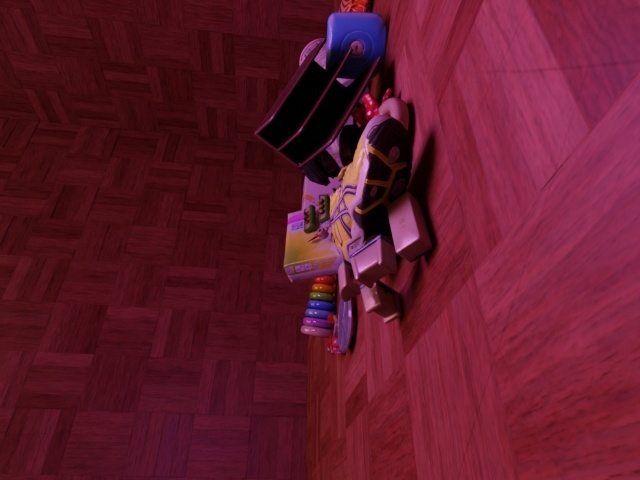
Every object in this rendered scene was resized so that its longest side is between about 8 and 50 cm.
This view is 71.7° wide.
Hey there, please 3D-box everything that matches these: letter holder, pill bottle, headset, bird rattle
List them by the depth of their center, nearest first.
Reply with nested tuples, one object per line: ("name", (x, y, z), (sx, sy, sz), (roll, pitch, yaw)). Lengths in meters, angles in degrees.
("bird rattle", (0.147, -0.233, 0.997), (0.207, 0.143, 0.253), (161, 127, -71))
("letter holder", (-0.001, -0.367, 1.121), (0.214, 0.152, 0.302), (-17, 41, 61))
("headset", (0.044, -0.249, 1.242), (0.185, 0.243, 0.394), (44, -154, -68))
("pill bottle", (0.046, -0.550, 1.499), (0.160, 0.160, 0.283), (100, 152, -46))

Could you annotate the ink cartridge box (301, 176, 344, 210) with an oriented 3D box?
("ink cartridge box", (0.007, -0.130, 1.831), (0.171, 0.168, 0.232), (112, 162, -74))

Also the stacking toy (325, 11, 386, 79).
("stacking toy", (0.088, -0.609, 1.342), (0.302, 0.166, 0.175), (-99, 11, -57))

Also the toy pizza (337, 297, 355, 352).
("toy pizza", (0.088, 0.260, 1.432), (0.201, 0.032, 0.201), (-175, 90, -83))

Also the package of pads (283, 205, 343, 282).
("package of pads", (0.000, 0.000, 1.531), (0.296, 0.229, 0.101), (-90, -16, -48))

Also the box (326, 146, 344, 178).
("box", (0.046, -0.369, 1.888), (0.103, 0.114, 0.203), (107, 165, -60))

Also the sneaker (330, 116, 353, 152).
("sneaker", (0.077, -0.482, 1.707), (0.169, 0.108, 0.292), (-154, 67, -80))

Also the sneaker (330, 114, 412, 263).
("sneaker", (0.078, -0.082, 0.905), (0.147, 0.145, 0.384), (41, 143, 31))

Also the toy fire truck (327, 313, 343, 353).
("toy fire truck", (0.057, 0.338, 1.604), (0.192, 0.047, 0.135), (129, 146, -79))

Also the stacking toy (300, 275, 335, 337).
("stacking toy", (0.014, 0.227, 1.818), (0.141, 0.141, 0.330), (124, 157, -78))

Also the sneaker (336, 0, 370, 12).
("sneaker", (0.117, -0.800, 1.451), (0.180, 0.125, 0.321), (153, 121, -84))

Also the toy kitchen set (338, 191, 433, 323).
("toy kitchen set", (0.148, 0.043, 0.855), (0.207, 0.166, 0.122), (-37, 37, 31))

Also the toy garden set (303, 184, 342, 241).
("toy garden set", (0.029, -0.096, 1.431), (0.244, 0.049, 0.203), (-32, 38, 27))
